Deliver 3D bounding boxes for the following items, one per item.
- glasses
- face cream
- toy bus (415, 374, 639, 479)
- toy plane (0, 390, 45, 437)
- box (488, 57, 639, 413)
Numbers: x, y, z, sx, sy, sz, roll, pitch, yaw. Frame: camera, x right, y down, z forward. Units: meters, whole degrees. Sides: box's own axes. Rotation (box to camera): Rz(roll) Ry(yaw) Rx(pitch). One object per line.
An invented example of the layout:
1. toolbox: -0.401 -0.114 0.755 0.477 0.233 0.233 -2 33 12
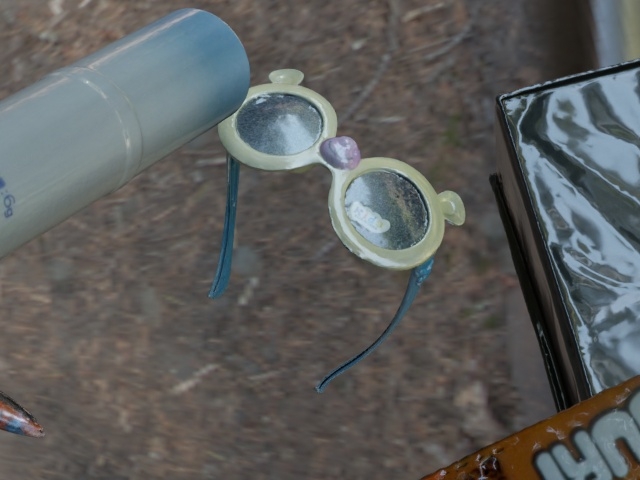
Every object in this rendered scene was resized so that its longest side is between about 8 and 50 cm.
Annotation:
1. glasses: -0.019 0.013 1.431 0.189 0.220 0.088 39 39 18
2. face cream: -0.136 -0.061 1.122 0.250 0.077 0.077 -36 102 -51
3. toy bus: 0.089 0.131 0.878 0.409 0.093 0.092 -27 68 10
4. toy plane: -0.206 0.036 0.899 0.189 0.130 0.061 25 40 -5
5. box: 0.291 0.037 1.525 0.251 0.204 0.345 -15 71 -1
